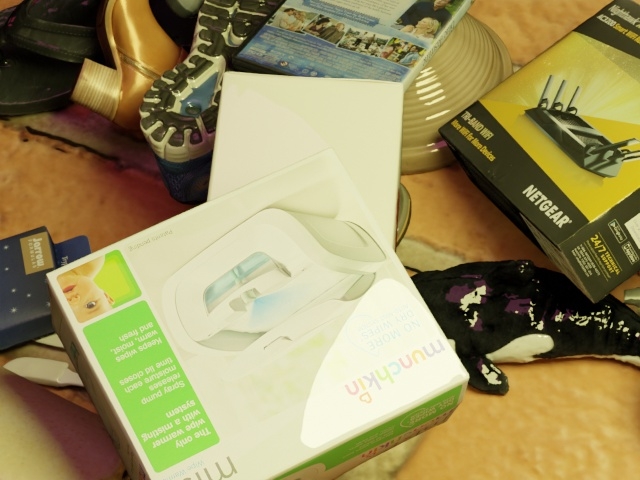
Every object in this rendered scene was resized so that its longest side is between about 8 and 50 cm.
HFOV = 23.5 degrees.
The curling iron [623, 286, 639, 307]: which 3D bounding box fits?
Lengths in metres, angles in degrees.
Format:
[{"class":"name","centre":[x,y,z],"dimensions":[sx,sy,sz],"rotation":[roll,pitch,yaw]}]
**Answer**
[{"class":"curling iron","centre":[0.421,0.061,1.431],"dimensions":[0.274,0.068,0.035],"rotation":[1,55,7]}]

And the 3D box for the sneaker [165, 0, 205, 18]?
[{"class":"sneaker","centre":[-0.100,-0.332,1.746],"dimensions":[0.098,0.083,0.223],"rotation":[-19,25,36]}]

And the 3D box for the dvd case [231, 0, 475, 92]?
[{"class":"dvd case","centre":[0.045,-0.235,1.626],"dimensions":[0.180,0.022,0.253],"rotation":[20,51,21]}]

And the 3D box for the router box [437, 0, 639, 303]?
[{"class":"router box","centre":[0.279,-0.099,1.489],"dimensions":[0.243,0.081,0.309],"rotation":[-36,30,0]}]

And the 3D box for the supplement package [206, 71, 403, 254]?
[{"class":"supplement package","centre":[-0.017,0.012,1.448],"dimensions":[0.175,0.177,0.293],"rotation":[4,67,3]}]

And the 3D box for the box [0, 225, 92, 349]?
[{"class":"box","centre":[-0.347,0.060,1.618],"dimensions":[0.225,0.036,0.136],"rotation":[-17,45,-4]}]

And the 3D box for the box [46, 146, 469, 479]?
[{"class":"box","centre":[-0.054,0.092,1.246],"dimensions":[0.262,0.127,0.231],"rotation":[-24,70,-15]}]

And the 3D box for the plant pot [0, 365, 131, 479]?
[{"class":"plant pot","centre":[-0.323,0.231,1.333],"dimensions":[0.305,0.334,0.334],"rotation":[18,57,10]}]

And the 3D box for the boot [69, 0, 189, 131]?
[{"class":"boot","centre":[-0.181,-0.214,1.726],"dimensions":[0.152,0.073,0.197],"rotation":[20,87,-16]}]

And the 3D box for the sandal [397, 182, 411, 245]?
[{"class":"sandal","centre":[0.000,0.000,1.584],"dimensions":[0.219,0.060,0.090],"rotation":[-28,52,-11]}]

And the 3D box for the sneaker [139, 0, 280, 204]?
[{"class":"sneaker","centre":[-0.093,-0.167,1.681],"dimensions":[0.130,0.147,0.330],"rotation":[22,51,17]}]

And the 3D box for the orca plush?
[{"class":"orca plush","centre":[0.199,0.069,1.461],"dimensions":[0.287,0.102,0.151],"rotation":[22,60,26]}]

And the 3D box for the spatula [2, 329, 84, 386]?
[{"class":"spatula","centre":[-0.217,0.149,1.543],"dimensions":[0.242,0.019,0.168],"rotation":[9,49,17]}]

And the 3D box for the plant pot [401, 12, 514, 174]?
[{"class":"plant pot","centre":[0.091,-0.195,1.689],"dimensions":[0.237,0.109,0.237],"rotation":[-7,51,8]}]

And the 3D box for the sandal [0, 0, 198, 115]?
[{"class":"sandal","centre":[-0.241,-0.264,1.812],"dimensions":[0.446,0.107,0.167],"rotation":[-13,51,1]}]
